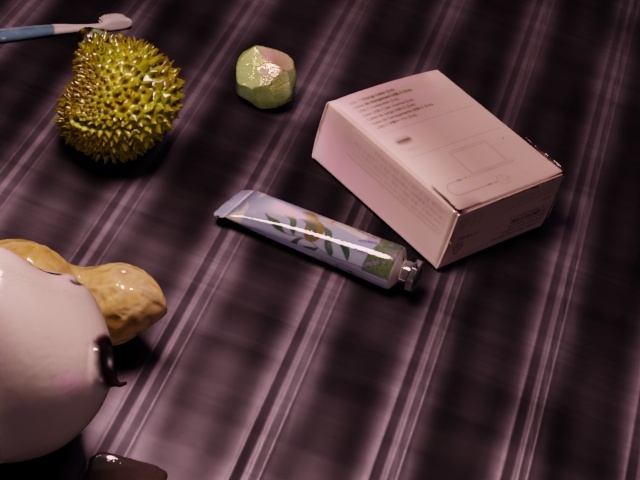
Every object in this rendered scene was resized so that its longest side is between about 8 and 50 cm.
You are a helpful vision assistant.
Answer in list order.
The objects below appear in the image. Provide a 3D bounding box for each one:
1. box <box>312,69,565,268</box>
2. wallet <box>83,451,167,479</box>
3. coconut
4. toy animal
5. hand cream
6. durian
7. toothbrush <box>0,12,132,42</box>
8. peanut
[{"bbox_3d":[0.149,-0.098,2.069,0.203,0.106,0.252,-22,53,-38],"label":"box"},{"bbox_3d":[-0.200,0.268,1.552,0.082,0.018,0.156,16,39,-1],"label":"wallet"},{"bbox_3d":[-0.071,-0.215,2.151,0.083,0.081,0.082,-43,74,-11],"label":"coconut"},{"bbox_3d":[-0.346,0.125,1.511,0.310,0.251,0.251,-7,44,-27],"label":"toy animal"},{"bbox_3d":[0.000,0.000,1.943,0.256,0.055,0.088,21,33,15],"label":"hand cream"},{"bbox_3d":[-0.243,-0.170,1.971,0.146,0.159,0.198,20,4,-13],"label":"durian"},{"bbox_3d":[-0.377,-0.280,2.157,0.276,0.019,0.025,-12,41,-33],"label":"toothbrush"},{"bbox_3d":[-0.275,0.056,1.713,0.229,0.098,0.103,11,1,-5],"label":"peanut"}]
